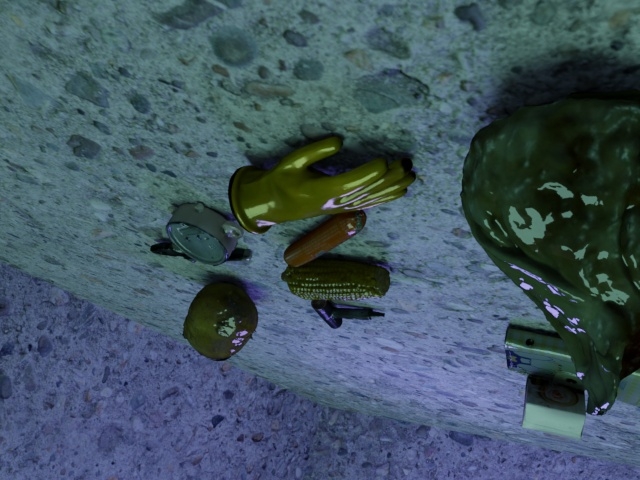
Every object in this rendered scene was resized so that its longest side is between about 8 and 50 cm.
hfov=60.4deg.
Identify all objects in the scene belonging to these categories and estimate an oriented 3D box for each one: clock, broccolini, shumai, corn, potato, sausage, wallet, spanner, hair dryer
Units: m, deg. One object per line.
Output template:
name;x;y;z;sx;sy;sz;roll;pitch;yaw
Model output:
clock;-0.263;-0.011;1.207;0.229;0.063;0.155;-3;141;35
broccolini;0.356;-0.128;0.532;0.218;0.044;0.042;6;156;29
shumai;0.283;0.032;0.600;0.330;0.288;0.292;27;164;-39
corn;0.028;0.087;1.210;0.262;0.097;0.097;1;153;29
potato;-0.288;0.226;1.640;0.229;0.229;0.266;20;153;-5
sausage;0.000;0.000;1.078;0.053;0.053;0.348;25;157;-17
wallet;0.591;0.289;1.278;0.310;0.077;0.223;10;155;24
spanner;-0.317;0.023;1.385;0.325;0.040;0.095;0;151;34
hair dryer;0.089;0.208;1.514;0.195;0.050;0.173;5;158;20

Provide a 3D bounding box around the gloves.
gloves;0.009;-0.084;0.851;0.294;0.116;0.133;-8;175;31

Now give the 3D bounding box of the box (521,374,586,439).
box;0.584;0.395;1.378;0.135;0.199;0.081;8;115;20
